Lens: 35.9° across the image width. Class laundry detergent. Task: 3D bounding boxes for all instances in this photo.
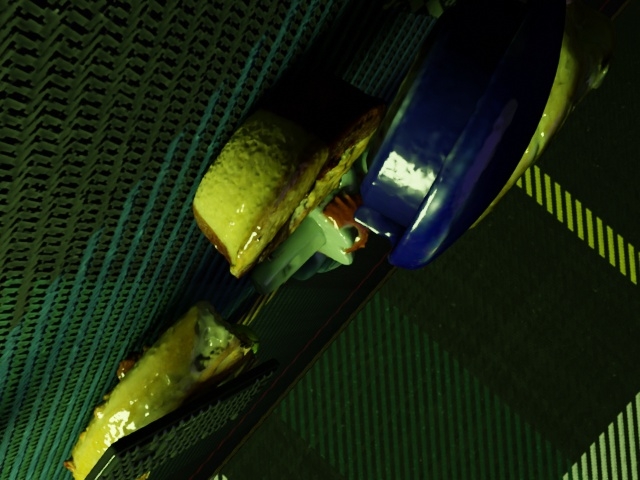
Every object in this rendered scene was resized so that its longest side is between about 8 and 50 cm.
[{"bbox_3d":[0.001,0.001,1.245,0.097,0.061,0.206,-48,172,12],"label":"laundry detergent"}]

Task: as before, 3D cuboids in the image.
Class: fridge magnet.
[{"bbox_3d":[0.116,-0.100,0.801,0.265,0.112,0.265,-62,179,-3],"label":"fridge magnet"}]

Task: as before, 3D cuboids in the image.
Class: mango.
[{"bbox_3d":[-0.120,0.146,1.299,0.073,0.056,0.108,-39,171,-24],"label":"mango"}]

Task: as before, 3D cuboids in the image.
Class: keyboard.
[{"bbox_3d":[-0.135,0.184,0.955,0.101,0.018,0.309,-49,167,20],"label":"keyboard"}]

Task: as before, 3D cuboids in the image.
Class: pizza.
[{"bbox_3d":[-0.158,0.157,1.033,0.226,0.086,0.335,-35,164,-47],"label":"pizza"}]

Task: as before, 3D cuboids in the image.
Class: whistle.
[{"bbox_3d":[0.019,-0.039,1.040,0.253,0.105,0.102,-45,130,-20],"label":"whistle"}]

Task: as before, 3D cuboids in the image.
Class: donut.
[{"bbox_3d":[-0.028,-0.057,0.784,0.184,0.073,0.166,-47,171,-17],"label":"donut"},{"bbox_3d":[0.232,-0.177,1.283,0.360,0.170,0.360,-52,176,-5],"label":"donut"}]

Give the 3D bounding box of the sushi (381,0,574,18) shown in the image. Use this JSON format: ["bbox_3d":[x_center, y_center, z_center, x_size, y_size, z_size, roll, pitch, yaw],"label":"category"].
[{"bbox_3d":[0.205,-0.271,0.828,0.290,0.050,0.264,-6,140,-53],"label":"sushi"}]
